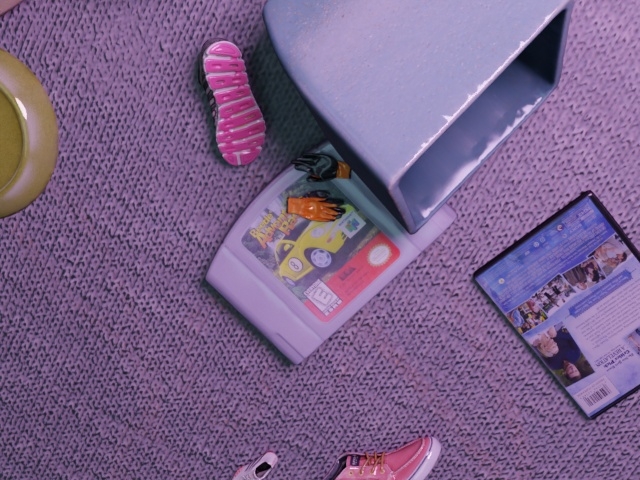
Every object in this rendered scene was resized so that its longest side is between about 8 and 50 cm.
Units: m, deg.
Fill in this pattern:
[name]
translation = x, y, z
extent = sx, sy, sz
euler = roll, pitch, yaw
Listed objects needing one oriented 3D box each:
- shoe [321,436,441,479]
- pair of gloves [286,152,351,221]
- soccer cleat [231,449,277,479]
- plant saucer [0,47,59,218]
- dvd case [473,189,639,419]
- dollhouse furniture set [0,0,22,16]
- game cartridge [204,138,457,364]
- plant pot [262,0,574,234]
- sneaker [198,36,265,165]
[shoe]
translation = 0.075, 0.310, 1.197
extent = 0.081, 0.063, 0.178
euler = 40, 110, -11
[pair of gloves]
translation = -0.002, -0.064, 1.077
extent = 0.074, 0.010, 0.083
euler = 10, 105, 4
[soccer cleat]
translation = -0.094, 0.323, 1.234
extent = 0.083, 0.035, 0.029
euler = -38, 99, 14
[plant saucer]
translation = -0.460, -0.137, 1.146
extent = 0.241, 0.037, 0.240
euler = 2, 106, 6
[dvd case]
translation = 0.342, 0.085, 1.127
extent = 0.180, 0.022, 0.253
euler = -38, 98, 14
[dollhouse furniture set]
translation = -0.448, -0.462, 0.951
extent = 0.362, 0.256, 0.394
euler = -32, 93, 9
[game cartridge]
translation = 0.000, 0.000, 1.127
extent = 0.196, 0.060, 0.294
euler = 45, 105, -3
[plant pot]
translation = 0.082, -0.196, 0.949
extent = 0.252, 0.247, 0.248
euler = 44, 90, 15
[sneaker]
translation = -0.111, -0.174, 1.088
extent = 0.063, 0.074, 0.170
euler = -17, 126, -7
